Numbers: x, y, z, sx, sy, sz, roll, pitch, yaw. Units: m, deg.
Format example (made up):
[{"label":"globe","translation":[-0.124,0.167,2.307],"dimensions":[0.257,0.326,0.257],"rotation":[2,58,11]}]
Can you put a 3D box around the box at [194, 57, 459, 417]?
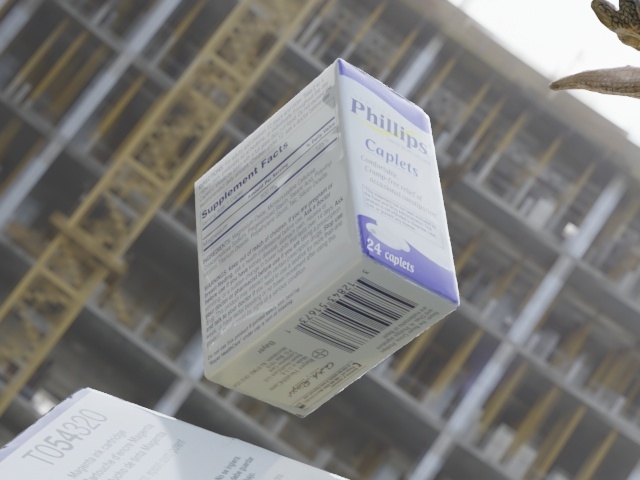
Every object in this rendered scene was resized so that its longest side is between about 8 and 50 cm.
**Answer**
[{"label":"box","translation":[0.000,0.000,0.986],"dimensions":[0.072,0.137,0.126],"rotation":[26,-49,-34]}]

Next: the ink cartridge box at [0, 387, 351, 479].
[{"label":"ink cartridge box","translation":[-0.002,0.179,0.695],"dimensions":[0.330,0.071,0.324],"rotation":[17,16,11]}]

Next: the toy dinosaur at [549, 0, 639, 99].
[{"label":"toy dinosaur","translation":[0.241,-0.131,0.865],"dimensions":[0.127,0.200,0.296],"rotation":[47,-37,0]}]
